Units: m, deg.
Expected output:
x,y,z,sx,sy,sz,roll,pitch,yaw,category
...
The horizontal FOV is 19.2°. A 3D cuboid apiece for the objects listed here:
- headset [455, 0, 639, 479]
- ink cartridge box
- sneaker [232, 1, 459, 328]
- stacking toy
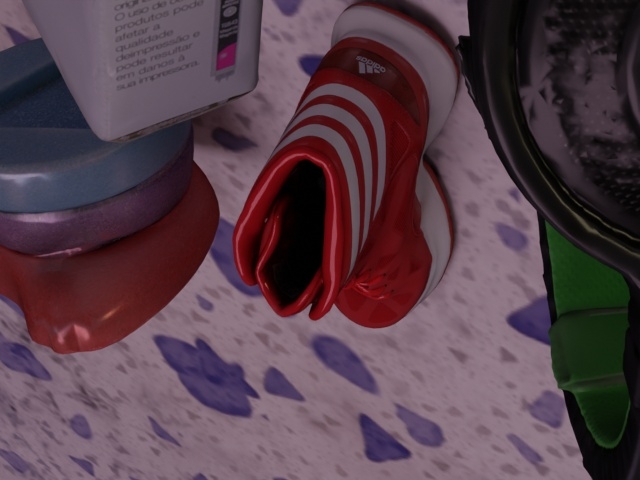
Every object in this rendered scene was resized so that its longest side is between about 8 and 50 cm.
x,y,z,sx,sy,sz,roll,pitch,yaw,category
0.073,-0.097,0.550,0.185,0.243,0.394,-3,129,-1,headset
-0.106,-0.247,0.562,0.324,0.071,0.330,60,160,25,ink cartridge box
0.000,0.000,0.889,0.087,0.128,0.221,24,148,20,sneaker
-0.227,-0.037,0.944,0.309,0.279,0.130,17,134,33,stacking toy
